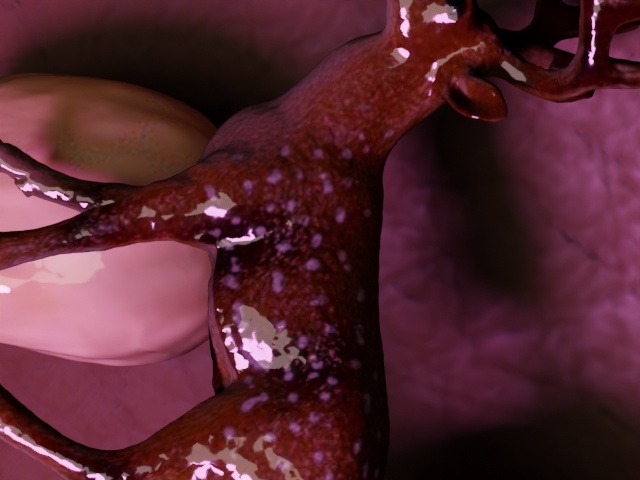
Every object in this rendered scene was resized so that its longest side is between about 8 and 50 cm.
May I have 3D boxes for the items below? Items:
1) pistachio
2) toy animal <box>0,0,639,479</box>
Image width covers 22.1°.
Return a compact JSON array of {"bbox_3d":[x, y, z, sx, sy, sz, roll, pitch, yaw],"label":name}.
[{"bbox_3d":[-0.120,-0.013,0.691,0.200,0.145,0.117,13,109,33],"label":"pistachio"},{"bbox_3d":[0.002,-0.001,0.578,0.260,0.087,0.243,-3,90,5],"label":"toy animal"}]
